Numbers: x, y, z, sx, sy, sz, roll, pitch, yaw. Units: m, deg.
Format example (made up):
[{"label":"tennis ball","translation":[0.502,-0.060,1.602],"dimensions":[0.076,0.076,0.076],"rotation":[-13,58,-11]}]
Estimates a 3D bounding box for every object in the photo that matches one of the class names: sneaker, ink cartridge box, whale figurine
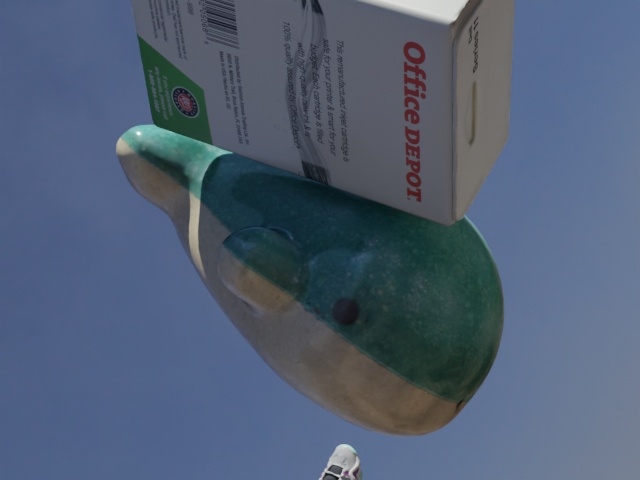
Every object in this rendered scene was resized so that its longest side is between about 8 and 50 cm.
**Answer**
[{"label":"sneaker","translation":[0.004,0.234,1.497],"dimensions":[0.069,0.038,0.098],"rotation":[26,-107,-58]},{"label":"ink cartridge box","translation":[0.002,-0.114,0.928],"dimensions":[0.087,0.208,0.153],"rotation":[-53,-26,-36]},{"label":"whale figurine","translation":[0.000,0.000,1.021],"dimensions":[0.141,0.272,0.216],"rotation":[-52,-19,9]}]
